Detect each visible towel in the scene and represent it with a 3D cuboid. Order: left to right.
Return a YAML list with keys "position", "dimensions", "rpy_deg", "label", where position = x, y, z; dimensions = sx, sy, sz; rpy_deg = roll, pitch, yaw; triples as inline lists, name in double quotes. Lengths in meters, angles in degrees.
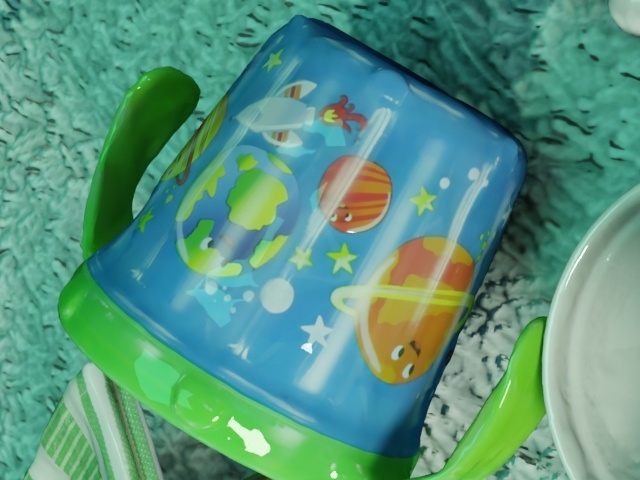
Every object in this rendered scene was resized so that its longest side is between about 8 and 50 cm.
- position: [-0.156, 0.248, 1.117]
  dimensions: [0.325, 0.038, 0.248]
  rpy_deg: [-53, 52, 52]
  label: "towel"

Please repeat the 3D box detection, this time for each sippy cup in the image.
- position: [0.000, 0.000, 0.975]
  dimensions: [0.305, 0.240, 0.224]
  rpy_deg: [30, 96, 0]
  label: "sippy cup"

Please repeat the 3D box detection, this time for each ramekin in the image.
- position: [0.225, 0.064, 0.835]
  dimensions: [0.207, 0.109, 0.207]
  rpy_deg: [-4, 85, 40]
  label: "ramekin"

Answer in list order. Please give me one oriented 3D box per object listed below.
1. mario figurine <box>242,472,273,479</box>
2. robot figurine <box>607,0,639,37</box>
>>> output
- position: [0.044, 0.280, 0.962]
  dimensions: [0.170, 0.198, 0.320]
  rpy_deg: [-40, 47, 5]
  label: "mario figurine"
- position: [0.183, -0.283, 0.839]
  dimensions: [0.300, 0.200, 0.353]
  rpy_deg: [20, 101, 3]
  label: "robot figurine"
